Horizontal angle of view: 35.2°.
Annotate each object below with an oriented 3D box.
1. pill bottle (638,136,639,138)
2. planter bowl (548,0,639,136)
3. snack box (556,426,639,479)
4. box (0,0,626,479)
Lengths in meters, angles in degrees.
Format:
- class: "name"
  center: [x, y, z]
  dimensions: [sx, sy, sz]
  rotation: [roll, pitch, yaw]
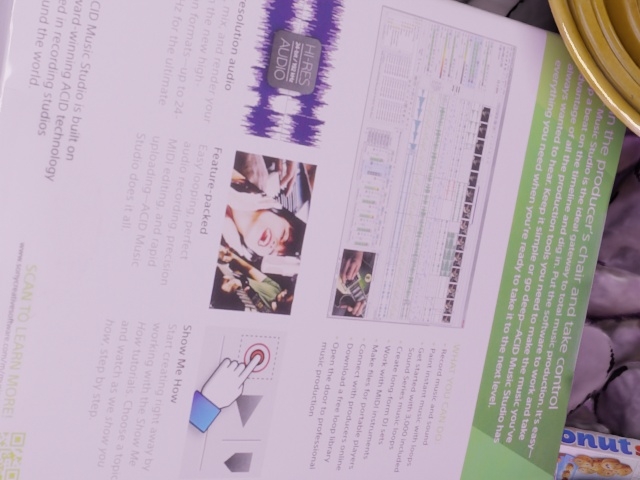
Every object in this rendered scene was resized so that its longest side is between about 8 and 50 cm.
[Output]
- class: "pill bottle"
  center: [0.229, -0.065, 0.517]
  dimensions: [0.120, 0.067, 0.067]
  rotation: [9, 127, 3]
- class: "planter bowl"
  center: [0.197, -0.124, 0.442]
  dimensions: [0.217, 0.090, 0.217]
  rotation: [0, 89, 2]
- class: "snack box"
  center: [0.186, 0.163, 0.719]
  dimensions: [0.178, 0.022, 0.064]
  rotation: [10, 129, 2]
- class: "box"
  center: [0.000, 0.000, 0.452]
  dimensions: [0.321, 0.058, 0.233]
  rotation: [8, 95, -33]
